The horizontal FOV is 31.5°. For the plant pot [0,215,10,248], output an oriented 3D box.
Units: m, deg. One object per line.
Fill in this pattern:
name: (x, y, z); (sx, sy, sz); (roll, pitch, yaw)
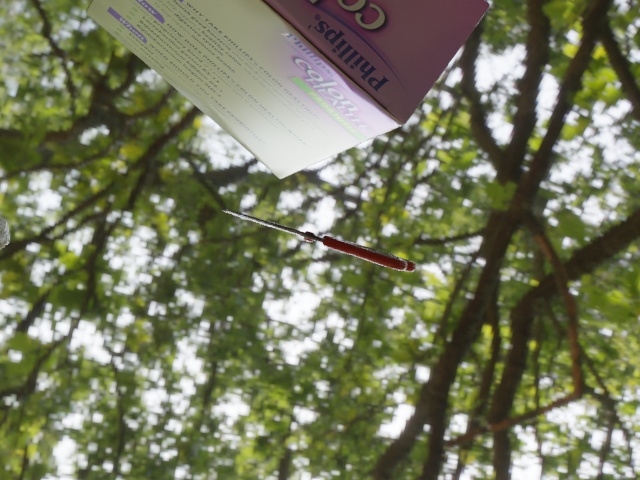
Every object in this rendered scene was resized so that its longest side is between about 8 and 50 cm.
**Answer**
plant pot: (-0.391, -0.128, 0.736); (0.334, 0.334, 0.305); (13, -69, 52)

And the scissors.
scissors: (0.000, 0.000, 1.711); (0.109, 0.297, 0.021); (-24, 130, -83)

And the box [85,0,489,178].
box: (-0.036, -0.172, 0.843); (0.117, 0.213, 0.243); (-54, -166, -17)
